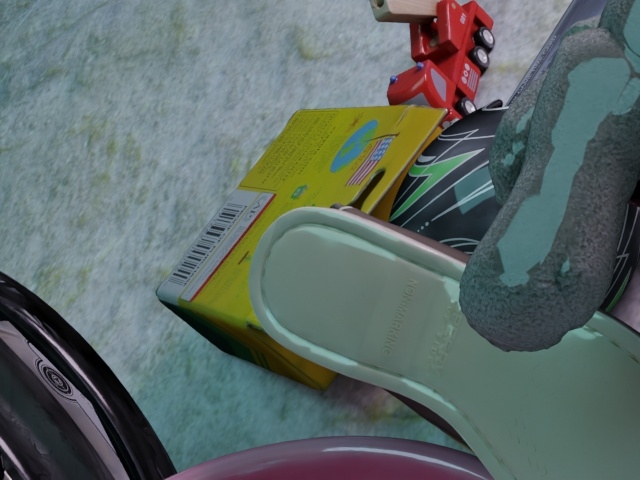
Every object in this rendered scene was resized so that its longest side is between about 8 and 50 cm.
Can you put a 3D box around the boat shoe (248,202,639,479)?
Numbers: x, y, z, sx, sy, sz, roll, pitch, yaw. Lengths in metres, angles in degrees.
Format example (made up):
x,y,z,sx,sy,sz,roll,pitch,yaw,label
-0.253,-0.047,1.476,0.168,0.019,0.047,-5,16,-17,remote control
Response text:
x,y,z,sx,sy,sz,roll,pitch,yaw,label
0.110,0.076,1.038,0.324,0.097,0.116,27,99,27,boat shoe

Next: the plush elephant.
x,y,z,sx,sy,sz,roll,pitch,yaw,label
0.241,-0.059,0.968,0.272,0.255,0.330,-10,63,27,plush elephant

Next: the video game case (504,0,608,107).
x,y,z,sx,sy,sz,roll,pitch,yaw,label
0.221,-0.126,1.293,0.196,0.026,0.274,-56,20,-17,video game case

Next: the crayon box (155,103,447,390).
x,y,z,sx,sy,sz,roll,pitch,yaw,label
0.000,0.000,1.378,0.202,0.081,0.318,-52,16,-8,crayon box

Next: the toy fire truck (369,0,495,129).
x,y,z,sx,sy,sz,roll,pitch,yaw,label
0.079,-0.182,1.497,0.047,0.135,0.192,-25,34,38,toy fire truck

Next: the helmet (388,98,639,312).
x,y,z,sx,sy,sz,roll,pitch,yaw,label
0.123,-0.006,1.168,0.169,0.169,0.161,-47,11,2,helmet

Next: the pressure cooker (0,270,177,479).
x,y,z,sx,sy,sz,roll,pitch,yaw,label
-0.278,0.227,1.224,0.420,0.370,0.375,-43,30,17,pressure cooker

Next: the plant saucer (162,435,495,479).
x,y,z,sx,sy,sz,roll,pitch,yaw,label
-0.008,0.237,0.996,0.332,0.084,0.332,-9,32,6,plant saucer
